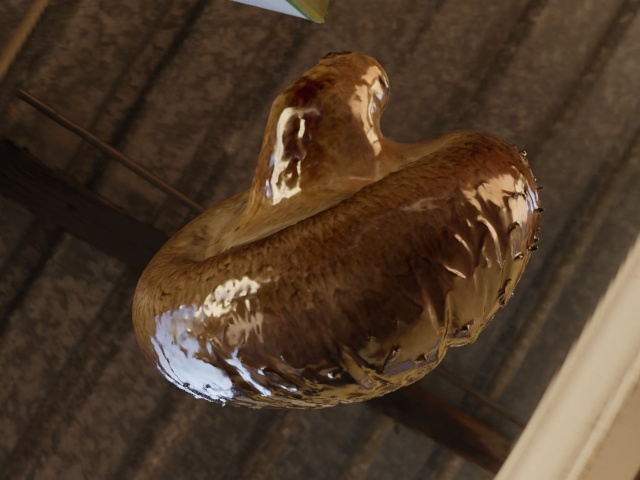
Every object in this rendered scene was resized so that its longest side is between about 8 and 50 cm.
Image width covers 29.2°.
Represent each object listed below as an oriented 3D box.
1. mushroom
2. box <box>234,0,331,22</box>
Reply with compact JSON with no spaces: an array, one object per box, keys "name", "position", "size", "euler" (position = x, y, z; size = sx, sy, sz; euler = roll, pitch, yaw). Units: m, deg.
[{"name":"mushroom","position":[0.005,0.006,0.367],"size":[0.085,0.126,0.109],"euler":[45,-133,-36]},{"name":"box","position":[-0.090,-0.197,0.489],"size":[0.177,0.194,0.148],"euler":[20,-91,-68]}]
